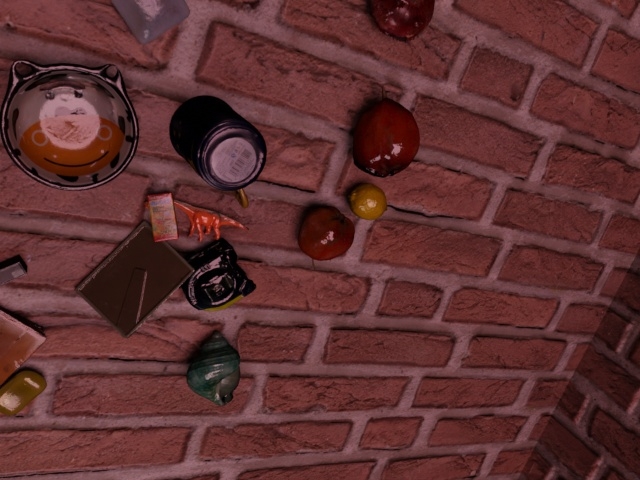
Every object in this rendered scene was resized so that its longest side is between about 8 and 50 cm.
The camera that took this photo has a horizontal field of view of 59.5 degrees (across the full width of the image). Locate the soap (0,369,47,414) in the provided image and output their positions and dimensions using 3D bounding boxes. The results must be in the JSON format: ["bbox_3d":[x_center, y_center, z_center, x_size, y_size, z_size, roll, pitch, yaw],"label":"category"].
[{"bbox_3d":[-0.794,0.399,1.476,0.140,0.045,0.089,-42,128,-5],"label":"soap"}]

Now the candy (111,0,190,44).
[{"bbox_3d":[-0.382,-0.533,1.211,0.138,0.071,0.174,-36,124,-6],"label":"candy"}]

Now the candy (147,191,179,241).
[{"bbox_3d":[-0.399,-0.059,1.423,0.062,0.038,0.122,-8,99,-12],"label":"candy"}]

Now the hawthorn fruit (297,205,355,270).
[{"bbox_3d":[0.000,0.000,1.640,0.162,0.163,0.203,25,119,-34],"label":"hawthorn fruit"}]

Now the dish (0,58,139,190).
[{"bbox_3d":[-0.548,-0.260,1.231,0.303,0.120,0.303,-11,118,-22],"label":"dish"}]

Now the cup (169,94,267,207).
[{"bbox_3d":[-0.215,-0.208,1.346,0.178,0.256,0.255,-50,126,3],"label":"cup"}]

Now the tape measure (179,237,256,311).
[{"bbox_3d":[-0.294,0.113,1.555,0.186,0.112,0.199,-32,123,-7],"label":"tape measure"}]

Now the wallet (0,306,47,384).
[{"bbox_3d":[-0.814,0.264,1.406,0.195,0.042,0.161,-47,121,3],"label":"wallet"}]

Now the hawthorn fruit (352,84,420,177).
[{"bbox_3d":[0.180,-0.301,1.565,0.189,0.189,0.251,-2,95,-26],"label":"hawthorn fruit"}]

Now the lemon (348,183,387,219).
[{"bbox_3d":[0.140,-0.115,1.663,0.133,0.109,0.109,20,104,-24],"label":"lemon"}]

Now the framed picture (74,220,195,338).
[{"bbox_3d":[-0.479,0.102,1.453,0.189,0.023,0.260,45,89,-6],"label":"framed picture"}]

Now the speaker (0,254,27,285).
[{"bbox_3d":[-0.798,0.097,1.325,0.191,0.046,0.040,-25,124,-14],"label":"speaker"}]

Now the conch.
[{"bbox_3d":[-0.311,0.379,1.667,0.202,0.134,0.196,-66,164,7],"label":"conch"}]

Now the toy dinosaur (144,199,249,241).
[{"bbox_3d":[-0.328,-0.053,1.491,0.279,0.055,0.102,5,102,-27],"label":"toy dinosaur"}]

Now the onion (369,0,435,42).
[{"bbox_3d":[0.220,-0.609,1.438,0.183,0.147,0.184,-4,103,-17],"label":"onion"}]
